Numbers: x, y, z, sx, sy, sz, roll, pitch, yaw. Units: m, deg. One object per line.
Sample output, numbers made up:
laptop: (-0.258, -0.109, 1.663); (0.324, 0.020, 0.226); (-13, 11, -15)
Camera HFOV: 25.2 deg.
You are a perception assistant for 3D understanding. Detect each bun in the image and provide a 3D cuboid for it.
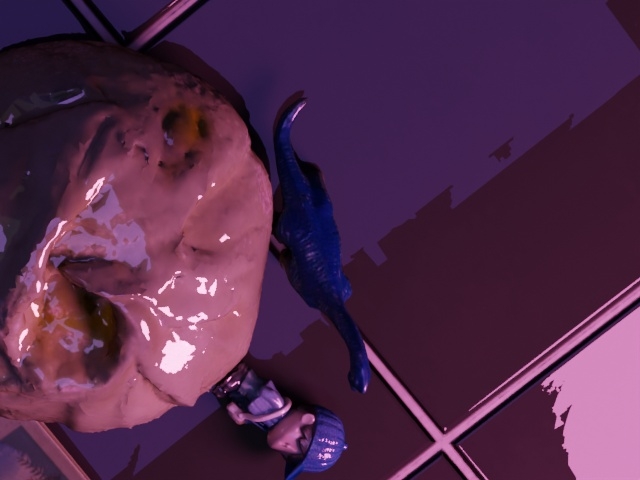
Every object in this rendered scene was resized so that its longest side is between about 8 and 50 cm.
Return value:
bun: (-0.215, 0.002, 1.265); (0.365, 0.219, 0.365); (-2, 101, -8)

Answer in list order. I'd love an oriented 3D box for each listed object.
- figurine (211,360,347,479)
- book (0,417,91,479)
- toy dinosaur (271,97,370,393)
figurine: (-0.037, 0.171, 1.403); (0.079, 0.077, 0.136); (-39, 88, -30)
book: (-0.357, 0.232, 1.404); (0.215, 0.025, 0.283); (-37, 105, 6)
toy dinosaur: (0.000, 0.000, 1.299); (0.075, 0.188, 0.248); (-9, 102, -10)
